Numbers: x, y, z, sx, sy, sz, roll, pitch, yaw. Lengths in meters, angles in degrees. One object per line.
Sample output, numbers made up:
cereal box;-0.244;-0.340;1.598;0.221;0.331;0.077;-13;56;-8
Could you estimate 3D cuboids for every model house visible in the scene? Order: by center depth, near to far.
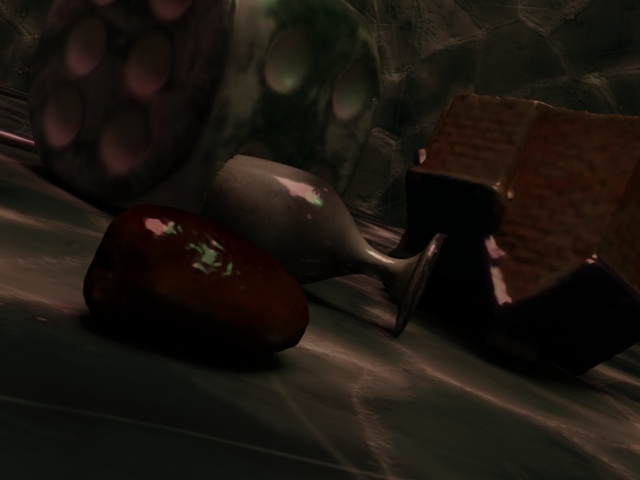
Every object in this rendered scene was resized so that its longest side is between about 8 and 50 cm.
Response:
model house;0.248;0.003;1.055;0.312;0.280;0.245;17;-11;44

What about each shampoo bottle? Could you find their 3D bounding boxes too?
shampoo bottle;0.216;0.082;1.174;0.260;0.064;0.102;22;6;20

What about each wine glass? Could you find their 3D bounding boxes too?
wine glass;0.000;0.000;0.914;0.241;0.126;0.126;24;7;11

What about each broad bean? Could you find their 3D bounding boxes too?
broad bean;-0.076;0.031;0.591;0.165;0.084;0.114;24;19;-32

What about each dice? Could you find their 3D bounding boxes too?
dice;-0.149;-0.190;1.133;0.331;0.327;0.348;23;6;31

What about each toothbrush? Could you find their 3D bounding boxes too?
toothbrush;-0.393;-0.135;1.280;0.269;0.027;0.021;17;-29;-29
